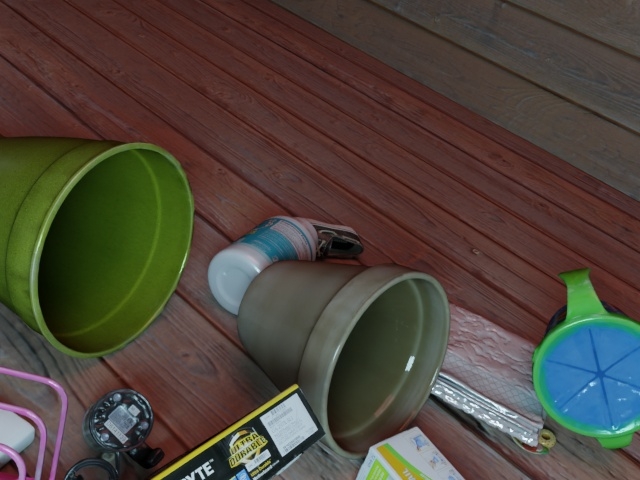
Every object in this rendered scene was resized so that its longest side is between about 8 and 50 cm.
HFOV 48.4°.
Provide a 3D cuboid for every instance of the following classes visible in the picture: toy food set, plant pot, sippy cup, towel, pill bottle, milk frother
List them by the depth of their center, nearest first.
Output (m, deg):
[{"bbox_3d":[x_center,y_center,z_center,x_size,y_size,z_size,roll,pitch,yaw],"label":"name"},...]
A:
[{"bbox_3d":[-0.304,0.289,0.996,0.143,0.135,0.129,-25,84,-27],"label":"milk frother"},{"bbox_3d":[0.019,0.162,1.222,0.280,0.323,0.323,23,27,40],"label":"plant pot"},{"bbox_3d":[-0.474,-0.029,1.236,0.353,0.366,0.366,18,29,24],"label":"plant pot"},{"bbox_3d":[0.391,0.364,1.323,0.083,0.020,0.083,37,36,28],"label":"toy food set"},{"bbox_3d":[0.519,0.218,1.350,0.240,0.305,0.224,22,17,9],"label":"sippy cup"},{"bbox_3d":[0.307,0.236,1.430,0.332,0.053,0.317,26,26,12],"label":"towel"},{"bbox_3d":[-0.103,0.039,1.464,0.146,0.146,0.264,27,32,15],"label":"pill bottle"}]

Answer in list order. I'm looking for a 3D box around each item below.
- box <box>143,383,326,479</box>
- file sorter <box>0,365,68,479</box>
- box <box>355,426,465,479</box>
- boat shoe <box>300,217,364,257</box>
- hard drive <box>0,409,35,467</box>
[{"bbox_3d":[-0.179,0.307,0.840,0.257,0.322,0.079,-27,80,-48],"label":"box"},{"bbox_3d":[-0.413,0.272,0.747,0.202,0.182,0.290,13,18,-4],"label":"file sorter"},{"bbox_3d":[0.156,0.399,1.058,0.103,0.114,0.203,-11,43,-38],"label":"box"},{"bbox_3d":[0.000,0.000,1.643,0.219,0.077,0.070,2,33,-27],"label":"boat shoe"},{"bbox_3d":[-0.565,0.295,0.925,0.203,0.040,0.307,27,32,15],"label":"hard drive"}]
